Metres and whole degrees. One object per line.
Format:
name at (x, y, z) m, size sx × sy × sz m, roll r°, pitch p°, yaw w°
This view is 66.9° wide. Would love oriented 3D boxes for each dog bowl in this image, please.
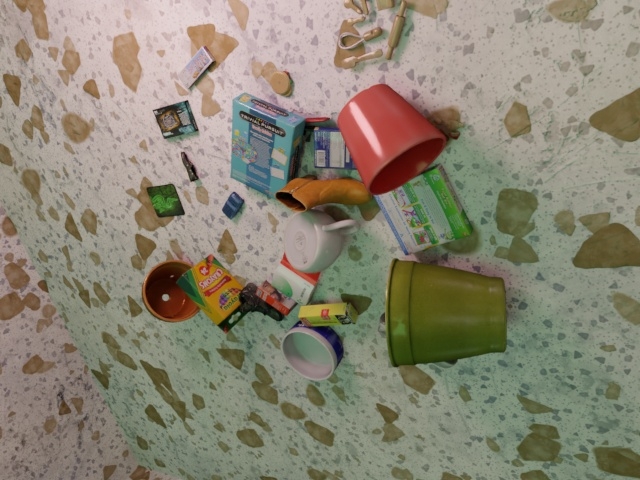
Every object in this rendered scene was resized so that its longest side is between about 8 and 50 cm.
dog bowl at (-0.036, 0.477, 2.117) m, size 0.265 × 0.104 × 0.264 m, roll 14°, pitch 122°, yaw 23°

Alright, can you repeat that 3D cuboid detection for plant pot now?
plant pot at (0.192, -0.310, 1.441) m, size 0.275 × 0.275 × 0.243 m, roll -44°, pitch 70°, yaw 39°
plant pot at (-0.713, 0.256, 2.307) m, size 0.291 × 0.291 × 0.203 m, roll 53°, pitch 146°, yaw -5°
plant pot at (0.420, 0.236, 1.587) m, size 0.353 × 0.366 × 0.366 m, roll -2°, pitch 115°, yaw 18°

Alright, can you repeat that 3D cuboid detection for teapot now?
teapot at (0.000, 0.000, 1.785) m, size 0.256 × 0.187 × 0.252 m, roll 35°, pitch 116°, yaw 47°

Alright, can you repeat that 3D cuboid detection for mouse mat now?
mouse mat at (-0.709, -0.180, 2.215) m, size 0.190 × 0.007 × 0.152 m, roll -3°, pitch 114°, yaw 33°

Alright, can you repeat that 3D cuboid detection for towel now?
towel at (-0.367, -0.145, 2.015) m, size 0.067 × 0.029 × 0.119 m, roll 43°, pitch 129°, yaw 4°

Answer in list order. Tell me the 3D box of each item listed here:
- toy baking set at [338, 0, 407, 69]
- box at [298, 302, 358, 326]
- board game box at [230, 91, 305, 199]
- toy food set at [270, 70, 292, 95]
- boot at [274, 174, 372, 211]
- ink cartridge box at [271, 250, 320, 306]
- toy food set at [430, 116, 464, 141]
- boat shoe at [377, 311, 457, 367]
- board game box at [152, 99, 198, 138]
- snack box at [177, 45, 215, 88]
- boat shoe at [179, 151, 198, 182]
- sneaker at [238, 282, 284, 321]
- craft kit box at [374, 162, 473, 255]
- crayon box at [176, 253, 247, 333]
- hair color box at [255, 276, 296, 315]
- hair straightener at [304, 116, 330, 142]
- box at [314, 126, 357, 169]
toy baking set at (0.149, -0.627, 1.443) m, size 0.197 × 0.030 × 0.256 m, roll 24°, pitch 125°, yaw 21°
box at (0.030, 0.305, 1.982) m, size 0.232 × 0.058 × 0.087 m, roll -7°, pitch 139°, yaw 28°
board game box at (-0.198, -0.327, 1.752) m, size 0.254 × 0.079 × 0.336 m, roll 27°, pitch 135°, yaw 15°
toy food set at (-0.135, -0.542, 1.661) m, size 0.083 × 0.020 × 0.082 m, roll 20°, pitch 124°, yaw 20°
boot at (0.009, -0.146, 1.674) m, size 0.295 × 0.211 × 0.104 m, roll 16°, pitch 124°, yaw 23°
ink cartridge box at (-0.104, 0.157, 1.984) m, size 0.181 × 0.056 × 0.224 m, roll 33°, pitch 143°, yaw 12°
toy food set at (0.373, -0.335, 1.477) m, size 0.122 × 0.019 × 0.078 m, roll 14°, pitch 123°, yaw 15°
boat shoe at (0.362, 0.384, 1.828) m, size 0.320 × 0.118 × 0.103 m, roll 26°, pitch 132°, yaw 21°
board game box at (-0.586, -0.486, 1.957) m, size 0.186 × 0.026 × 0.126 m, roll -3°, pitch 114°, yaw 32°
snack box at (-0.463, -0.640, 1.801) m, size 0.178 × 0.022 × 0.064 m, roll -28°, pitch 98°, yaw 38°
boat shoe at (-0.549, -0.311, 2.025) m, size 0.042 × 0.049 × 0.133 m, roll -18°, pitch 100°, yaw 8°
sneaker at (-0.271, 0.299, 2.144) m, size 0.227 × 0.130 × 0.087 m, roll 42°, pitch 131°, yaw 2°
craft kit box at (0.338, -0.096, 1.608) m, size 0.247 × 0.061 × 0.249 m, roll -19°, pitch 105°, yaw 39°
crayon box at (-0.460, 0.236, 2.175) m, size 0.318 × 0.202 × 0.081 m, roll 46°, pitch 129°, yaw -1°
hair color box at (-0.182, 0.238, 2.077) m, size 0.167 × 0.093 × 0.053 m, roll 31°, pitch 131°, yaw 12°
hair straightener at (-0.066, -0.382, 1.692) m, size 0.230 × 0.047 × 0.089 m, roll 5°, pitch 118°, yaw 29°
box at (0.092, -0.305, 1.622) m, size 0.225 × 0.036 × 0.136 m, roll 5°, pitch 120°, yaw 9°
